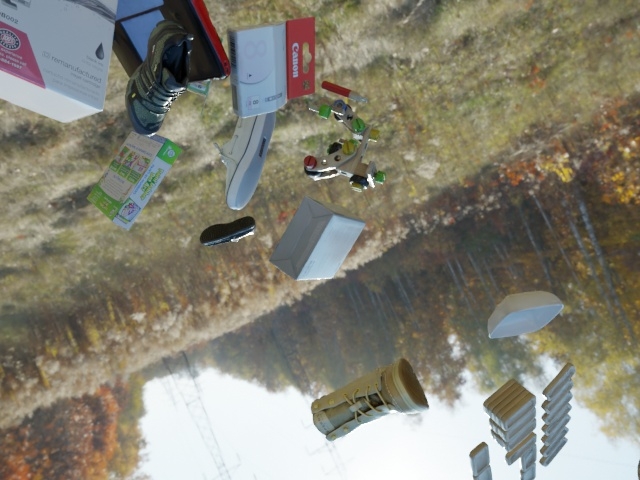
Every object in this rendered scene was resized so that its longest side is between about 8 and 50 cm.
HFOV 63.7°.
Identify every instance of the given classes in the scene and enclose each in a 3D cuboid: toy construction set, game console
[{"bbox_3d":[0.102,-0.289,1.493,0.257,0.237,0.308,-53,157,-30],"label":"toy construction set"},{"bbox_3d":[-0.378,-0.487,1.086,0.387,0.341,0.060,11,-137,43],"label":"game console"}]

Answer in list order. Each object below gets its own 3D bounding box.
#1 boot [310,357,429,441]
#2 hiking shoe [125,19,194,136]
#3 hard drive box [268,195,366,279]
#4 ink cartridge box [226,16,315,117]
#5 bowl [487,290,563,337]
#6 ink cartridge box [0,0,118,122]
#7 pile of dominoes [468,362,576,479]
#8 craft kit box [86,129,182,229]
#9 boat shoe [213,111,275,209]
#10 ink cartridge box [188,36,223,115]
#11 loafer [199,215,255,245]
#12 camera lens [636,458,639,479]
[{"bbox_3d":[0.079,0.287,0.909,0.204,0.095,0.262,-26,170,3],"label":"boot"},{"bbox_3d":[-0.303,-0.294,0.968,0.086,0.114,0.226,8,116,-37],"label":"hiking shoe"},{"bbox_3d":[0.000,0.000,1.271,0.181,0.089,0.232,-60,158,9],"label":"hard drive box"},{"bbox_3d":[-0.094,-0.395,1.167,0.233,0.066,0.188,-19,129,-26],"label":"ink cartridge box"},{"bbox_3d":[0.446,0.159,1.142,0.142,0.053,0.142,-5,146,-11],"label":"bowl"},{"bbox_3d":[-0.439,-0.357,0.795,0.117,0.282,0.207,-4,168,34],"label":"ink cartridge box"},{"bbox_3d":[0.287,0.293,0.756,0.196,0.251,0.040,-33,-139,-16],"label":"pile of dominoes"},{"bbox_3d":[-0.498,-0.173,1.362,0.250,0.061,0.246,27,-100,49],"label":"craft kit box"},{"bbox_3d":[-0.272,-0.283,1.671,0.157,0.366,0.136,13,170,14],"label":"boat shoe"},{"bbox_3d":[-0.323,-0.449,1.397,0.062,0.209,0.109,15,-171,-17],"label":"ink cartridge box"},{"bbox_3d":[-0.339,-0.019,1.917,0.220,0.080,0.078,-15,140,4],"label":"loafer"},{"bbox_3d":[0.379,0.299,0.407,0.220,0.274,0.219,-6,-175,1],"label":"camera lens"}]
